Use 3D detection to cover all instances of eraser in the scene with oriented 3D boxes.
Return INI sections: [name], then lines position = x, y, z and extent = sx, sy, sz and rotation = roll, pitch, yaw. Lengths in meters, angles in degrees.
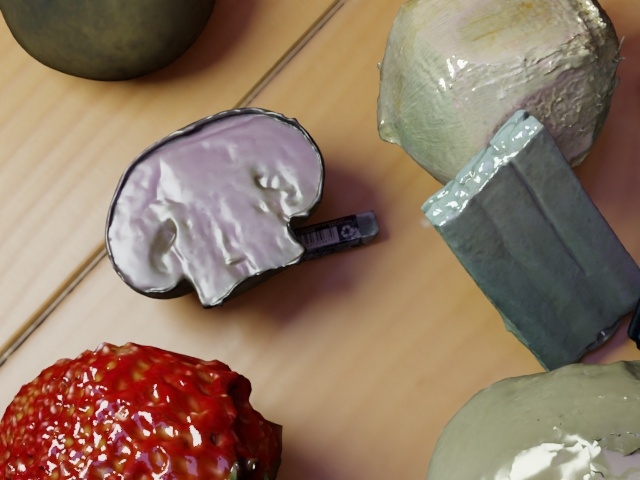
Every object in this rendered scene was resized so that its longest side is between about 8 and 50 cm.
[eraser]
position = 0.000, 0.000, 1.450
extent = 0.099, 0.019, 0.027
rotation = -15, 60, 3

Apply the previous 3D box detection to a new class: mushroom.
[mushroom]
position = -0.080, -0.025, 1.416
extent = 0.188, 0.117, 0.141
rotation = -29, 89, 3

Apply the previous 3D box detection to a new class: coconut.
[coconut]
position = 0.134, -0.122, 1.386
extent = 0.194, 0.194, 0.194
rotation = -2, 75, 7

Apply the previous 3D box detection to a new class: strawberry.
[strawberry]
position = -0.147, 0.209, 1.309
extent = 0.257, 0.261, 0.261
rotation = 10, 77, 3

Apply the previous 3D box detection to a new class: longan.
[longan]
position = -0.179, -0.216, 1.462
extent = 0.187, 0.167, 0.167
rotation = -13, 73, 26

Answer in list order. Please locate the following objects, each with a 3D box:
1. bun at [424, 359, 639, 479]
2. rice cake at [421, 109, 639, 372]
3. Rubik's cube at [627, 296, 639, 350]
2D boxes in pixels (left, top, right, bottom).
[bun]
position = 0.247, 0.237, 1.244
extent = 0.362, 0.234, 0.326
rotation = 9, 108, 11
[rice cake]
position = 0.172, 0.010, 1.345
extent = 0.124, 0.211, 0.038
rotation = -45, 35, 2
[Rubik's cube]
position = 0.398, 0.022, 1.276
extent = 0.246, 0.250, 0.248
rotation = 37, 80, 14
